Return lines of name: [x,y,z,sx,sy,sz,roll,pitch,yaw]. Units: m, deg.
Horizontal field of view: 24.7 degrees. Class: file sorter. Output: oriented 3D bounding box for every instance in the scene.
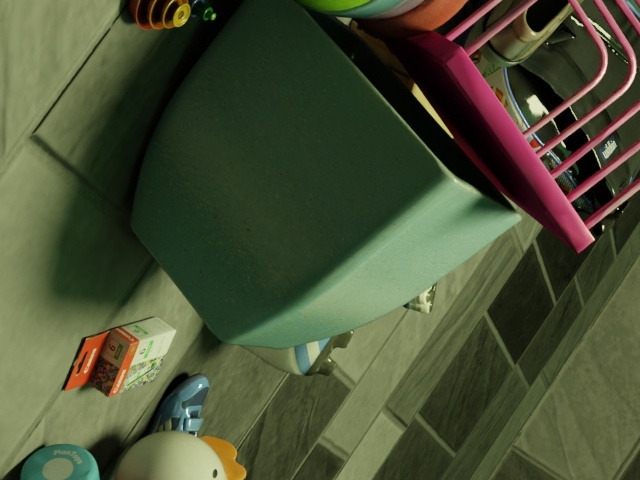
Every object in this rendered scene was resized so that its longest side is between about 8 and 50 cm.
file sorter: [0.197,-0.156,1.297,0.182,0.202,0.290,-38,-162,1]

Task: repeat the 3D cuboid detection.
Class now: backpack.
backpack: [0.281,-0.190,1.723,0.263,0.213,0.276,49,62,-32]

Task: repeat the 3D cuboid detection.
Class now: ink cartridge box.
ink cartridge box: [-0.189,0.114,1.394,0.115,0.029,0.063,-15,133,-61]

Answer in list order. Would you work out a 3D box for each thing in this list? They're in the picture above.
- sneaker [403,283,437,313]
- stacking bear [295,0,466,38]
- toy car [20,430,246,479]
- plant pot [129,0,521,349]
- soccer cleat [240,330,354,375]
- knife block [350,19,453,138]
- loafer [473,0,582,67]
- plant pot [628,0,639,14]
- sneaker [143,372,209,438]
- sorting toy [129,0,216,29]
sneaker: [0.071,0.005,1.709,0.330,0.147,0.130,-5,109,-85]
stacking bear: [-0.002,-0.264,1.113,0.289,0.175,0.164,13,75,-56]
toy car: [-0.150,0.272,1.450,0.238,0.210,0.219,-41,143,-38]
plant pot: [-0.016,-0.038,1.292,0.252,0.248,0.247,-44,161,10]
soccer cleat: [0.000,0.000,1.485,0.116,0.143,0.331,-80,-166,-60]
knife block: [0.107,-0.152,1.598,0.242,0.088,0.275,-36,150,-45]
loafer: [0.268,-0.294,1.579,0.267,0.096,0.084,-54,-165,-21]
plant pot: [0.450,-0.414,1.898,0.165,0.166,0.234,-43,148,-34]
sneaker: [-0.151,0.210,1.571,0.144,0.059,0.053,-62,156,8]
sorting toy: [-0.102,-0.197,1.139,0.102,0.042,0.061,-51,158,-18]
